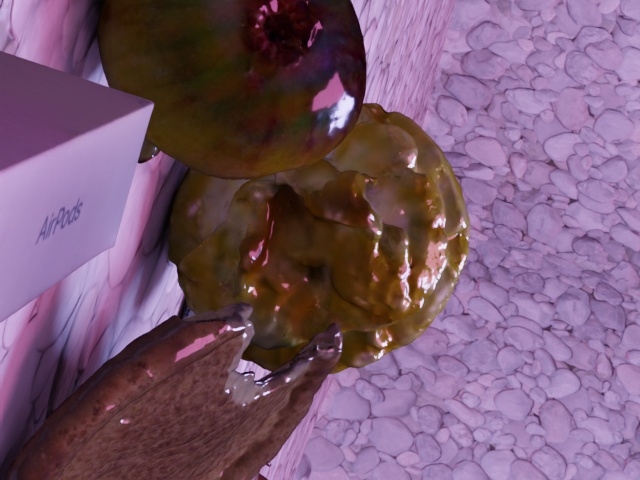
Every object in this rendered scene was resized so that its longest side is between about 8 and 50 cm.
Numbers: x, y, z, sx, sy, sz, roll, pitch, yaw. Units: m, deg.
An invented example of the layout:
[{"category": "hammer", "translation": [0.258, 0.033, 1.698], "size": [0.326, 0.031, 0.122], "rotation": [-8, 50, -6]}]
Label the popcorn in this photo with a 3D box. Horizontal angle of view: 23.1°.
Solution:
[{"category": "popcorn", "translation": [0.000, 0.000, 1.161], "size": [0.204, 0.221, 0.184], "rotation": [60, 16, -24]}]

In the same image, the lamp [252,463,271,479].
[{"category": "lamp", "translation": [-0.108, 0.276, 1.235], "size": [0.180, 0.180, 0.258], "rotation": [-37, 144, -80]}]

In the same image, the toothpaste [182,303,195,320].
[{"category": "toothpaste", "translation": [-0.085, 0.021, 1.350], "size": [0.062, 0.039, 0.239], "rotation": [2, 108, -80]}]

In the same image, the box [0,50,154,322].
[{"category": "box", "translation": [-0.125, -0.024, 0.393], "size": [0.130, 0.129, 0.051], "rotation": [-51, 159, -74]}]

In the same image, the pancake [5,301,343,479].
[{"category": "pancake", "translation": [-0.092, 0.129, 1.025], "size": [0.286, 0.033, 0.288], "rotation": [-29, 155, -28]}]

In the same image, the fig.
[{"category": "fig", "translation": [-0.066, -0.095, 0.878], "size": [0.245, 0.149, 0.149], "rotation": [-16, -128, 67]}]
